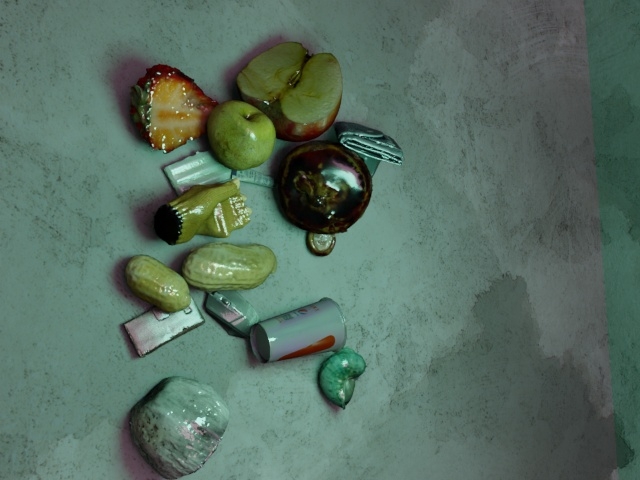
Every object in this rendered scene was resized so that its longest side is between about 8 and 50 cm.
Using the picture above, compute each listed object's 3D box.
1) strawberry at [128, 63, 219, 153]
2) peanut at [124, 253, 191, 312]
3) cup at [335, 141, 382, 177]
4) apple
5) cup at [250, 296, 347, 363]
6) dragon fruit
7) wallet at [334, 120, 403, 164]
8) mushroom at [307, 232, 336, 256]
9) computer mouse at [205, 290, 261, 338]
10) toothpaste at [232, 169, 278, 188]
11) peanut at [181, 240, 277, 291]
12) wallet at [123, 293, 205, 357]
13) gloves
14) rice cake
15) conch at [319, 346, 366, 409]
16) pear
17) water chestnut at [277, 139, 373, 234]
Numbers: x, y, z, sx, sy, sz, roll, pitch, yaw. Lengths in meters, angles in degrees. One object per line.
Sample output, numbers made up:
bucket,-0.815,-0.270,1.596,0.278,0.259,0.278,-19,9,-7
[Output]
strawberry,-0.477,-0.437,1.759,0.280,0.150,0.253,-36,134,-35
peanut,-0.495,0.137,1.694,0.224,0.129,0.129,37,66,-2
cup,0.133,-0.276,2.111,0.199,0.199,0.150,10,101,-30
apple,-0.091,-0.519,1.916,0.329,0.295,0.365,44,57,-27
cup,-0.080,0.315,1.886,0.288,0.203,0.203,-8,90,-35
dragon fruit,-0.424,0.541,1.661,0.221,0.204,0.283,49,63,-17
wallet,0.171,-0.369,2.019,0.237,0.342,0.075,16,110,-7
mushroom,0.000,0.000,2.059,0.123,0.052,0.123,9,74,-30
computer mouse,-0.282,0.237,1.853,0.231,0.071,0.126,47,64,-18
toothpaste,-0.215,-0.216,1.944,0.216,0.037,0.062,13,73,-40
peanut,-0.285,0.087,1.812,0.339,0.174,0.158,6,99,-31
wallet,-0.485,0.258,1.743,0.230,0.042,0.124,-28,90,-28
gloves,-0.366,-0.099,1.774,0.356,0.155,0.203,-18,135,-45
rice cake,-0.391,-0.231,1.850,0.237,0.043,0.127,-29,99,-31
conch,0.080,0.478,2.020,0.202,0.134,0.196,-48,150,-31
pear,-0.262,-0.333,1.808,0.228,0.211,0.188,31,39,-2
water chestnut,0.015,-0.174,1.919,0.350,0.302,0.351,1,104,4
